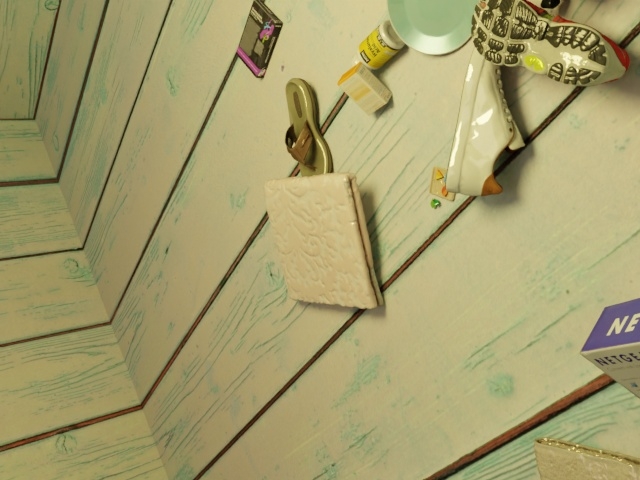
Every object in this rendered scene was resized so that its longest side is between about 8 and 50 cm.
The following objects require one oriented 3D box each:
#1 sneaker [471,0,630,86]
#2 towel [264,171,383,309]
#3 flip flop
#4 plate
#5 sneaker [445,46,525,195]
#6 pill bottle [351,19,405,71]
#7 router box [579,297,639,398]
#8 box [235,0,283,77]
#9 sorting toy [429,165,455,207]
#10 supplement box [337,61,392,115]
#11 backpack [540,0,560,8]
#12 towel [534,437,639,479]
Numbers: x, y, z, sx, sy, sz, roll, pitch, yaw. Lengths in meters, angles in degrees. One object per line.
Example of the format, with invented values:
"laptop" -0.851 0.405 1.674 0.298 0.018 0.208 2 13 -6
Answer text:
"sneaker" 0.352 -0.308 1.019 0.279 0.118 0.107 46 129 38
"towel" 0.000 0.000 1.534 0.332 0.053 0.317 1 108 52
"flip flop" -0.047 -0.249 1.551 0.112 0.080 0.277 -6 98 52
"plate" 0.210 -0.440 1.204 0.188 0.024 0.188 20 130 26
"sneaker" 0.304 -0.220 1.140 0.123 0.106 0.290 11 100 15
"pill bottle" 0.116 -0.393 1.339 0.116 0.065 0.065 -34 71 49
"router box" 0.514 0.168 0.725 0.301 0.082 0.335 36 162 2
"box" -0.160 -0.522 1.685 0.116 0.029 0.162 53 135 29
"sorting toy" 0.239 -0.100 1.285 0.062 0.012 0.083 26 116 46
"supplement box" 0.092 -0.318 1.362 0.098 0.036 0.062 42 144 -18
"backpack" 0.330 -0.514 0.924 0.276 0.213 0.263 -41 69 47
"towel" 0.482 0.441 1.063 0.282 0.049 0.187 -4 93 52
